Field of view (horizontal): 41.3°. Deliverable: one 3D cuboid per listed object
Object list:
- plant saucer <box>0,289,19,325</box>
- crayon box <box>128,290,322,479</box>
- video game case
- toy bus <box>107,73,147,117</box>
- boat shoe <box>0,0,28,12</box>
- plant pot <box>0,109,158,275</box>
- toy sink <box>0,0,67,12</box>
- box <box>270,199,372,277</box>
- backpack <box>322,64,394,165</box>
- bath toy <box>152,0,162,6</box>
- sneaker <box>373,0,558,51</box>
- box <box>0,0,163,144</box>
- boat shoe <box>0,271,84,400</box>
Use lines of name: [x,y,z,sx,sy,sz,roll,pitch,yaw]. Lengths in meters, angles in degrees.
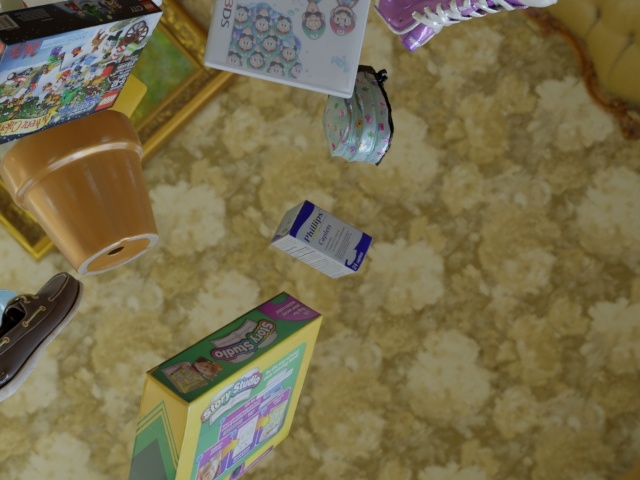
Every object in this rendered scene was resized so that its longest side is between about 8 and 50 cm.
plant saucer: [-0.737,0.192,1.870,0.037,0.194,0.195,22,168,27]
crayon box: [-0.169,0.297,1.510,0.106,0.313,0.363,29,-147,24]
video game case: [-0.029,-0.232,0.866,0.157,0.143,0.019,10,-178,-16]
toy bus: [-0.513,-0.220,1.801,0.130,0.332,0.108,21,168,44]
boat shoe: [-0.464,-0.316,1.317,0.043,0.049,0.137,121,134,-77]
plant pot: [-0.337,-0.059,1.254,0.187,0.205,0.205,62,-177,10]
toy sink: [-0.582,-0.434,1.536,0.153,0.234,0.131,18,144,3]
box: [0.000,0.000,1.472,0.137,0.072,0.126,29,165,-12]
backpack: [0.068,-0.219,1.560,0.152,0.115,0.182,106,160,-45]
bath toy: [-0.361,-0.531,1.716,0.151,0.129,0.348,27,164,-20]
sneaker: [0.193,-0.323,1.171,0.282,0.161,0.102,29,-174,42]
box: [-0.292,-0.189,0.936,0.044,0.159,0.233,45,-143,7]
boat shoe: [-0.567,0.162,1.633,0.096,0.117,0.324,54,-143,-25]
